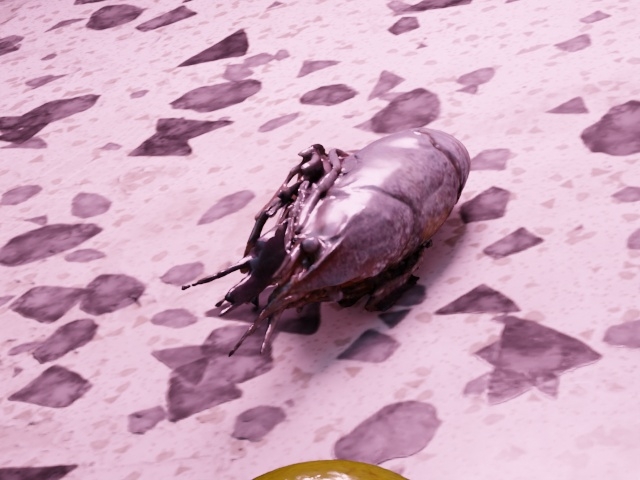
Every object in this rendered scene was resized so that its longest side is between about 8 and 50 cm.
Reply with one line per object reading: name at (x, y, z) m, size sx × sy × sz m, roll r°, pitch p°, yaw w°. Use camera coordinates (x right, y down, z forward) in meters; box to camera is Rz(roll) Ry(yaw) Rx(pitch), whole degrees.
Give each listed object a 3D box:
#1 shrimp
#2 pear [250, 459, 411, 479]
shrimp at (0.003, -0.005, 1.275) m, size 0.145 × 0.116 × 0.343 m, roll 3°, pitch 26°, yaw 34°
pear at (0.019, 0.206, 0.823) m, size 0.216 × 0.166 × 0.180 m, roll 19°, pitch 27°, yaw 34°
